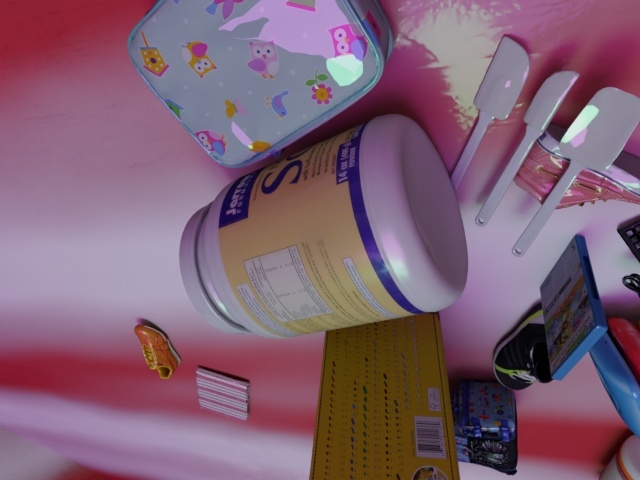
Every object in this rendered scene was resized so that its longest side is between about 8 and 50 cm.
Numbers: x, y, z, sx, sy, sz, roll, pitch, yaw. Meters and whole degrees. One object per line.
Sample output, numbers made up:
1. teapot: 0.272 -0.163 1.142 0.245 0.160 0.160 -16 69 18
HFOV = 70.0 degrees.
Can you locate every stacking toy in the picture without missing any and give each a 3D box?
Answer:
1. stacking toy: 0.553 0.150 0.640 0.301 0.175 0.166 -27 118 20

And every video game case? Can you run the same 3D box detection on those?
1. video game case: 0.339 0.089 0.624 0.015 0.166 0.119 15 134 6

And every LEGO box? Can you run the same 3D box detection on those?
1. LEGO box: 0.091 0.380 0.731 0.192 0.501 0.373 2 131 5

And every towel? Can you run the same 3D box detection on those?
1. towel: -0.258 0.412 1.221 0.144 0.029 0.197 15 131 7

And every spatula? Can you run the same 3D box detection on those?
1. spatula: 0.238 -0.093 0.552 0.168 0.019 0.242 37 138 22

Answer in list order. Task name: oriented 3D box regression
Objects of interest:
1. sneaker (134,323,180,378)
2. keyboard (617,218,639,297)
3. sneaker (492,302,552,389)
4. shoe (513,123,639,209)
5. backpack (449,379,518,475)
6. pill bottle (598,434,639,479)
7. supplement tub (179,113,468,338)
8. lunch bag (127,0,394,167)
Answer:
1. sneaker: -0.401 0.273 1.117 0.064 0.067 0.175 -5 127 25
2. keyboard: 0.457 0.053 0.585 0.108 0.023 0.180 -39 74 39
3. sneaker: 0.352 0.201 0.768 0.084 0.097 0.235 12 133 9
4. shoe: 0.332 -0.070 0.561 0.177 0.064 0.081 25 135 4
5. backpack: 0.287 0.349 0.885 0.173 0.158 0.117 -3 111 25
6. pill bottle: 0.635 0.491 0.912 0.121 0.121 0.221 6 132 14
7. supplement tub: 0.000 0.000 0.613 0.331 0.241 0.241 -17 123 30
8. lunch bag: -0.069 -0.218 0.535 0.279 0.108 0.224 -22 123 34
